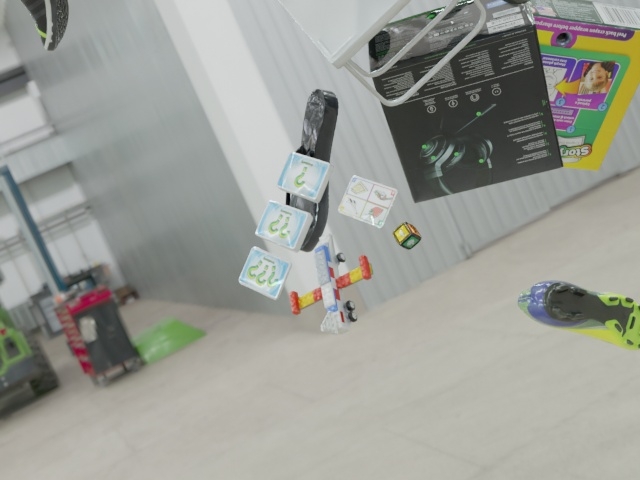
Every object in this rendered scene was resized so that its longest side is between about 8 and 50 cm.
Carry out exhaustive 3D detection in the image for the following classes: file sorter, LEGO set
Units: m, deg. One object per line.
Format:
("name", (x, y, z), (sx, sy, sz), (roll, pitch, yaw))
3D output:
("file sorter", (0.059, -0.342, 1.265), (0.193, 0.277, 0.173), (-43, -36, 11))
("LEGO set", (0.000, 0.000, 1.115), (0.244, 0.182, 0.060), (23, -1, 43))

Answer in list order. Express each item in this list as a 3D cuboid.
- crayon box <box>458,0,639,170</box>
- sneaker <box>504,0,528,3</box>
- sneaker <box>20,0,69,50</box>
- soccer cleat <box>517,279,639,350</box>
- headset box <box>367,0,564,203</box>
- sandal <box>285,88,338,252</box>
("crayon box", (0.401, -0.297, 1.792), (0.363, 0.313, 0.106), (5, 41, -11))
("sneaker", (0.199, -0.427, 1.323), (0.106, 0.267, 0.101), (2, -54, -42))
("sneaker", (-0.576, -0.502, 1.946), (0.097, 0.234, 0.084), (10, 40, 2))
("soccer cleat", (0.493, 0.136, 1.765), (0.289, 0.093, 0.121), (19, -13, -28))
("headset box", (0.229, -0.212, 1.480), (0.246, 0.283, 0.131), (-14, 39, 13))
("sandal", (-0.025, -0.110, 1.489), (0.055, 0.254, 0.097), (4, 3, -26))
